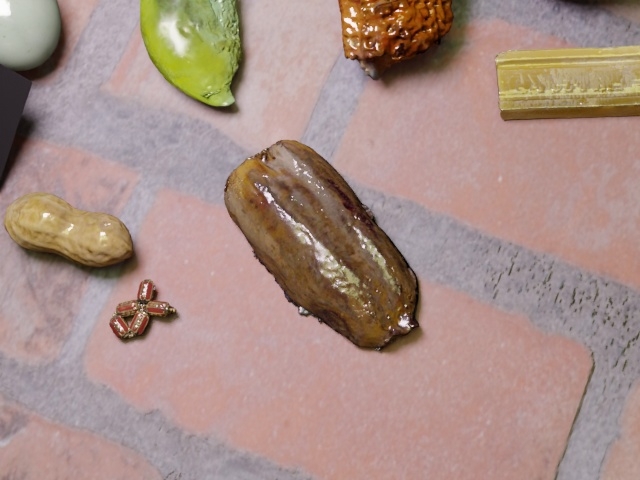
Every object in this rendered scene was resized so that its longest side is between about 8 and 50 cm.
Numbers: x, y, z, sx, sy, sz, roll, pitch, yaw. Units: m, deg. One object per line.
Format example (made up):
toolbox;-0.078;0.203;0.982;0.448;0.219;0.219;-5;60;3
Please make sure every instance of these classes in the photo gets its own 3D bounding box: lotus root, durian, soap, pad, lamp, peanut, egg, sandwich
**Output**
lotus root;0.001;0.001;1.345;0.167;0.078;0.329;-41;73;-5
durian;-0.183;-0.304;1.448;0.139;0.101;0.250;-3;72;5
soap;0.362;-0.214;1.392;0.252;0.037;0.092;-1;71;7
pad;-0.476;-0.162;1.436;0.127;0.004;0.190;30;110;14
lamp;-0.239;0.098;1.367;0.083;0.031;0.063;-41;71;-3
peanut;-0.336;-0.015;1.382;0.193;0.089;0.089;15;75;11
egg;-0.446;-0.324;1.458;0.149;0.149;0.192;-40;74;-7
sandwich;0.085;-0.367;1.418;0.162;0.250;0.301;0;78;52
